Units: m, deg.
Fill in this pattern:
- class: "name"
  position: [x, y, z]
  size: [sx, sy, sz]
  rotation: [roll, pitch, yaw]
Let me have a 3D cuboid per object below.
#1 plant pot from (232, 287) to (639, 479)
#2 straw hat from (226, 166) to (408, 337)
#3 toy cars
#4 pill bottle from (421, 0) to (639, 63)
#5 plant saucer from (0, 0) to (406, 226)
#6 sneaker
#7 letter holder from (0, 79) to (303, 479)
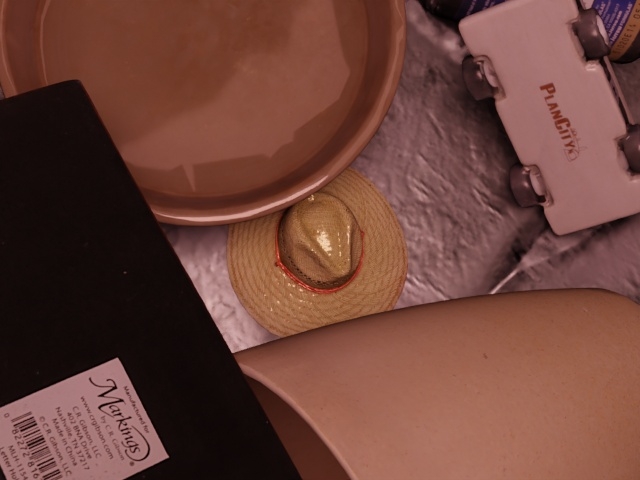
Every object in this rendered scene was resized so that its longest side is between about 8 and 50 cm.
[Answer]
- class: "plant pot"
  position: [0.095, 0.138, 0.715]
  size: [0.274, 0.256, 0.256]
  rotation: [-24, 81, -29]
- class: "straw hat"
  position: [0.000, 0.000, 0.808]
  size: [0.144, 0.061, 0.144]
  rotation: [2, 76, -8]
- class: "toy cars"
  position: [0.270, -0.060, 0.828]
  size: [0.394, 0.176, 0.087]
  rotation: [26, 36, -1]
- class: "pill bottle"
  position: [0.147, -0.215, 0.847]
  size: [0.219, 0.123, 0.122]
  rotation: [14, 75, -5]
- class: "plant saucer"
  position: [-0.081, -0.143, 0.777]
  size: [0.278, 0.041, 0.278]
  rotation: [0, 80, -2]
- class: "sneaker"
  position: [-0.046, -0.196, 0.845]
  size: [0.082, 0.069, 0.209]
  rotation: [35, 75, 5]
- class: "letter holder"
  position: [-0.157, 0.101, 0.666]
  size: [0.152, 0.214, 0.302]
  rotation: [-23, 76, -29]
